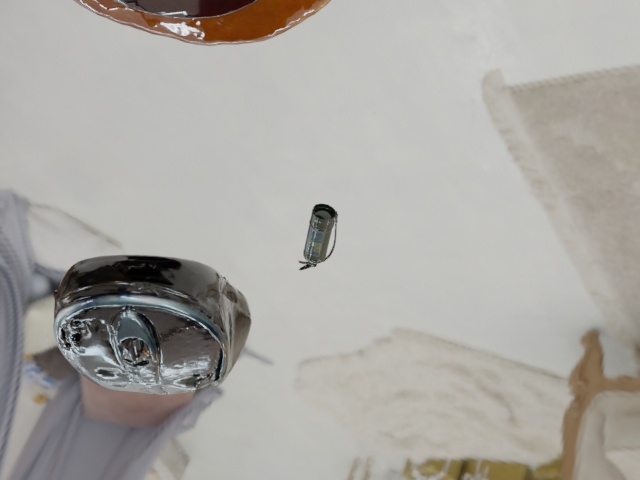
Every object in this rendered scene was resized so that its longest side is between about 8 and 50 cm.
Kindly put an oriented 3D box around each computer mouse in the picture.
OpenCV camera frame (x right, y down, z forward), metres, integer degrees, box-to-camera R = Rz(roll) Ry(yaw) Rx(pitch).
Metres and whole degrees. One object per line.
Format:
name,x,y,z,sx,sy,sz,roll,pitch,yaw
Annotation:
computer mouse,-0.131,0.074,0.800,0.137,0.096,0.233,-5,168,5

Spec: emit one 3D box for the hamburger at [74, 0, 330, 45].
hamburger,-0.092,-0.332,0.773,0.329,0.250,0.330,8,142,6

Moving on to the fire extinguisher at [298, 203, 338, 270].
fire extinguisher,0.000,0.000,1.045,0.038,0.025,0.083,-3,135,-18
